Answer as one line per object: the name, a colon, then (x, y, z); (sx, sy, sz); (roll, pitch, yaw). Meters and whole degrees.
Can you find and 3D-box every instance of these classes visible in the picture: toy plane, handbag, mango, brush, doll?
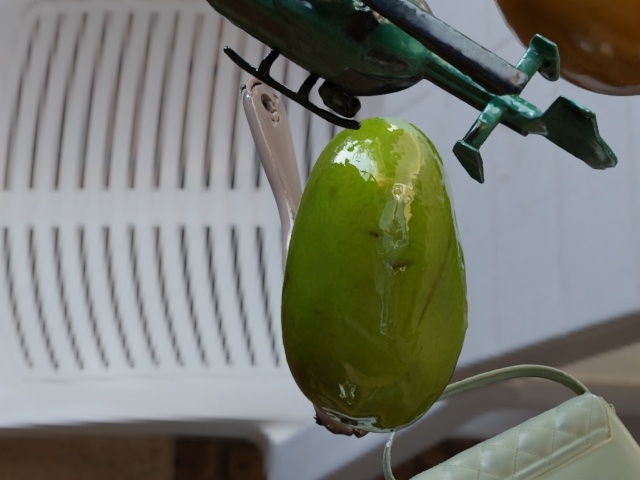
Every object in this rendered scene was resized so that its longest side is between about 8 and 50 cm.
toy plane: (0.024, -0.088, 0.669); (0.060, 0.235, 0.096); (-51, -21, -17)
handbag: (0.188, 0.228, 1.544); (0.219, 0.256, 0.079); (59, 154, 19)
mango: (0.025, 0.021, 0.837); (0.089, 0.117, 0.163); (6, 115, 33)
brush: (0.002, 0.000, 1.245); (0.067, 0.072, 0.313); (-27, 63, 22)
doll: (0.228, -0.216, 1.312); (0.236, 0.213, 0.213); (171, 104, -75)
